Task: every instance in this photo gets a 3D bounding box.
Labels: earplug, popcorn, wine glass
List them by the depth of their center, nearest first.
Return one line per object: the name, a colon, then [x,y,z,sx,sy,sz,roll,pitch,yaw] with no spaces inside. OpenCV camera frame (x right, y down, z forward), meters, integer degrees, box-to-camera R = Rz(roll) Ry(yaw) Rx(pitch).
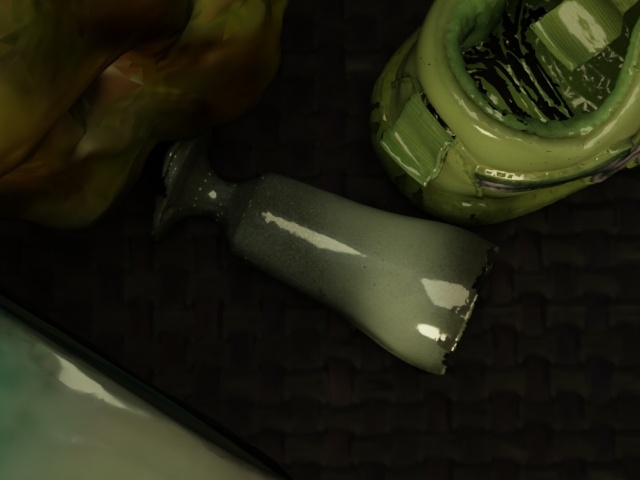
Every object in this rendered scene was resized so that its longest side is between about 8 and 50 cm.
popcorn: [-0.173,-0.143,0.811,0.312,0.312,0.312,0,79,-1]
earplug: [-0.170,0.190,0.814,0.185,0.185,0.324,32,87,5]
wine glass: [0.000,0.000,0.893,0.155,0.072,0.072,24,79,5]

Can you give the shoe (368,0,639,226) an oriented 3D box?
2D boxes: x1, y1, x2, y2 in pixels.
shoe: [0.145,-0.096,0.900,0.262,0.128,0.140,-32,95,-4]
